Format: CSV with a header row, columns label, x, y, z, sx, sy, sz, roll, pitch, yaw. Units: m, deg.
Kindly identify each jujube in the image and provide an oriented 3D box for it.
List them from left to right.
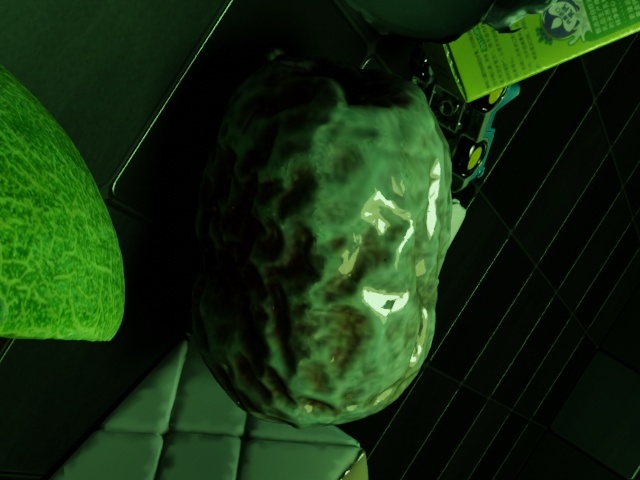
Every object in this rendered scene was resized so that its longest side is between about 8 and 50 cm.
label,x,y,z,sx,sy,sz,roll,pitch,yaw
jujube,0.000,0.000,0.950,0.226,0.226,0.317,-27,128,-49

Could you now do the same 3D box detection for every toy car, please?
label,x,y,z,sx,sy,sz,roll,pitch,yaw
toy car,0.153,-0.151,1.211,0.100,0.097,0.191,-32,146,-44

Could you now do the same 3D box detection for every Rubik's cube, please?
label,x,y,z,sx,sy,sz,roll,pitch,yaw
Rubik's cube,-0.101,0.268,1.074,0.221,0.231,0.225,-47,152,-25

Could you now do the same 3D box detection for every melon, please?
label,x,y,z,sx,sy,sz,roll,pitch,yaw
melon,-0.194,-0.009,0.707,0.124,0.196,0.323,-23,165,8

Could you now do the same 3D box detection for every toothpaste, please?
label,x,y,z,sx,sy,sz,roll,pitch,yaw
toothpaste,0.258,-0.231,1.058,0.327,0.110,0.077,-23,108,-1

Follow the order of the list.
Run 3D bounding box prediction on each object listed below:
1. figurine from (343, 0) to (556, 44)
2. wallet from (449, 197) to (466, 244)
label,x,y,z,sx,sy,sz,roll,pitch,yaw
figurine,0.189,-0.313,0.923,0.388,0.276,0.248,-46,120,-32
wallet,0.133,0.029,1.466,0.095,0.033,0.190,-12,130,-60
